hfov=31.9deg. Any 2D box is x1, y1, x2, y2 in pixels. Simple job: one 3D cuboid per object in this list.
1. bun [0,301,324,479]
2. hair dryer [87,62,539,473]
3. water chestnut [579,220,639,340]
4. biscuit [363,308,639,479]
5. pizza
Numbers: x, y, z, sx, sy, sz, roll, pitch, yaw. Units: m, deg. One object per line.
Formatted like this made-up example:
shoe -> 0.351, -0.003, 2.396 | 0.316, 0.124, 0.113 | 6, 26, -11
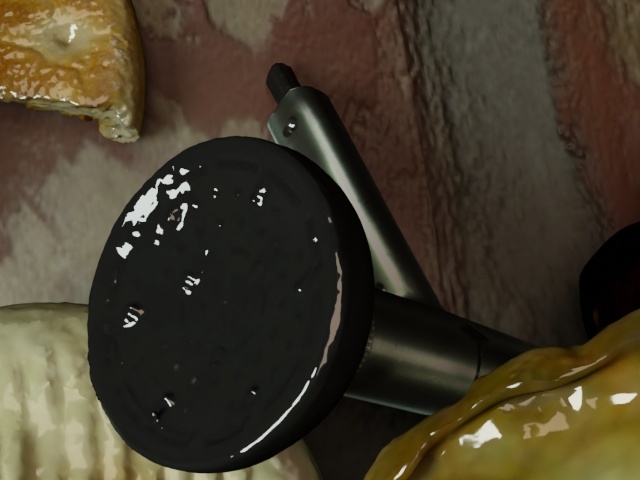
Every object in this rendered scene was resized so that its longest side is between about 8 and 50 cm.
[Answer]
bun -> -0.158, 0.221, 0.624 | 0.361, 0.213, 0.361 | 6, 73, -21
hair dryer -> -0.019, 0.008, 0.661 | 0.284, 0.320, 0.155 | 42, 104, 28
water chestnut -> 0.294, 0.053, 0.640 | 0.289, 0.289, 0.244 | -42, 86, -8
biscuit -> 0.170, 0.196, 0.532 | 0.329, 0.078, 0.335 | -27, 97, 22
pizza -> -0.209, -0.175, 0.773 | 0.134, 0.056, 0.271 | -43, 85, -11
